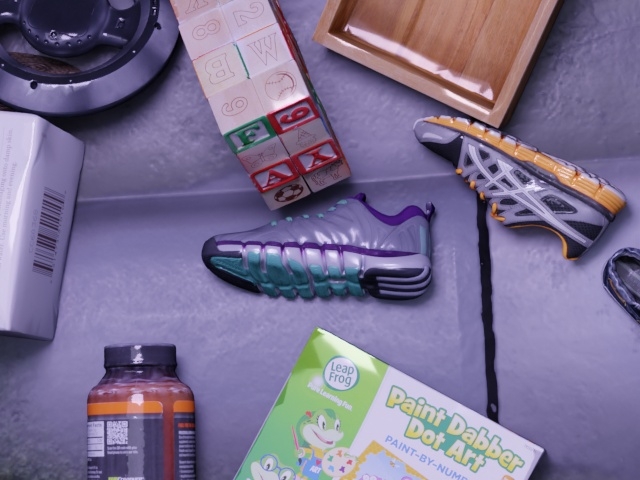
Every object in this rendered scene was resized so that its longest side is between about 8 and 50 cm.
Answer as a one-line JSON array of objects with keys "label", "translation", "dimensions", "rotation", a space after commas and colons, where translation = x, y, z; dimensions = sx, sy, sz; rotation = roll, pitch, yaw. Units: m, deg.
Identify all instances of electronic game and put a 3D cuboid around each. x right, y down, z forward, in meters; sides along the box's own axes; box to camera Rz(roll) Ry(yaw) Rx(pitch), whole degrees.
[{"label": "electronic game", "translation": [-0.252, -0.220, 1.766], "dimensions": [0.229, 0.048, 0.229], "rotation": [1, 62, -2]}]

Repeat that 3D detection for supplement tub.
[{"label": "supplement tub", "translation": [-0.170, 0.198, 1.706], "dimensions": [0.106, 0.106, 0.198], "rotation": [-2, 83, 8]}]

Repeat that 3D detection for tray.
[{"label": "tray", "translation": [0.168, -0.336, 1.686], "dimensions": [0.203, 0.076, 0.411], "rotation": [26, 104, 10]}]

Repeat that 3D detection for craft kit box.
[{"label": "craft kit box", "translation": [0.048, 0.246, 1.696], "dimensions": [0.250, 0.061, 0.246], "rotation": [27, 85, 10]}]

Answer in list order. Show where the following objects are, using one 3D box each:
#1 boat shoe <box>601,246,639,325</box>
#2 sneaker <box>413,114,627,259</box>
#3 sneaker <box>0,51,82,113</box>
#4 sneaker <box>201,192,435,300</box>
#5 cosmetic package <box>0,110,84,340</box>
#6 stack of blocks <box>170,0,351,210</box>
[{"label": "boat shoe", "translation": [0.335, 0.077, 1.657], "dimensions": [0.183, 0.083, 0.065], "rotation": [40, 90, 10]}, {"label": "sneaker", "translation": [0.179, -0.056, 1.700], "dimensions": [0.215, 0.084, 0.083], "rotation": [28, 101, 14]}, {"label": "sneaker", "translation": [-0.325, -0.151, 1.802], "dimensions": [0.188, 0.066, 0.071], "rotation": [10, 111, 7]}, {"label": "sneaker", "translation": [0.000, 0.000, 1.732], "dimensions": [0.224, 0.083, 0.098], "rotation": [5, 61, 7]}, {"label": "cosmetic package", "translation": [-0.449, -0.027, 1.751], "dimensions": [0.385, 0.156, 0.217], "rotation": [8, 84, 10]}, {"label": "stack of blocks", "translation": [-0.077, -0.199, 1.704], "dimensions": [0.087, 0.171, 0.297], "rotation": [-24, 64, 4]}]
